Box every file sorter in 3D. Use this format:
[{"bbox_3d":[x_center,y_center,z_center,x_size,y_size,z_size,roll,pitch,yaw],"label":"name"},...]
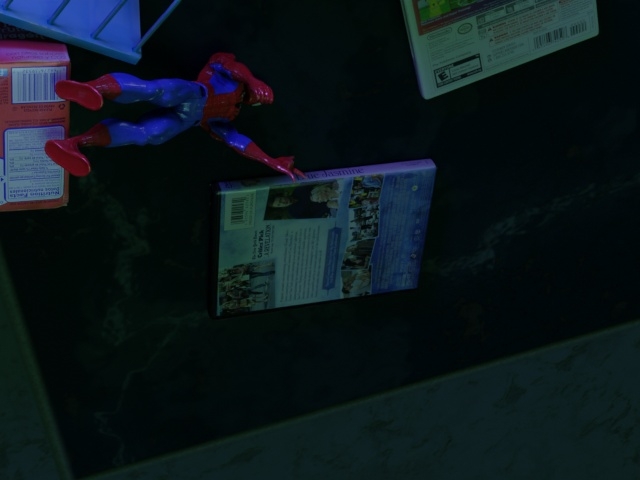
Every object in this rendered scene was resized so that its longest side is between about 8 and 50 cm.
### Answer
[{"bbox_3d":[-0.203,-0.240,0.996,0.170,0.118,0.104,15,145,-34],"label":"file sorter"}]

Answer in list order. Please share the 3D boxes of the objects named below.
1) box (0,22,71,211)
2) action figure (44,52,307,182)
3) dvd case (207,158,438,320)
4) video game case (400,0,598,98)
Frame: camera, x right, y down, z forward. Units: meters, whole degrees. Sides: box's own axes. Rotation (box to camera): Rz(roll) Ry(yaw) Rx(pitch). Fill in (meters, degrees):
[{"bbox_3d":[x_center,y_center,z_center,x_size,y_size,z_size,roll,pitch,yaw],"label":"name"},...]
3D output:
[{"bbox_3d":[-0.370,-0.115,1.039,0.300,0.142,0.154,-5,127,-18],"label":"box"},{"bbox_3d":[-0.099,-0.105,1.092,0.280,0.139,0.091,-28,140,-59],"label":"action figure"},{"bbox_3d":[0.000,0.000,1.359,0.253,0.022,0.180,-7,130,-17],"label":"dvd case"},{"bbox_3d":[0.179,-0.252,1.231,0.201,0.023,0.183,-21,131,-4],"label":"video game case"}]
